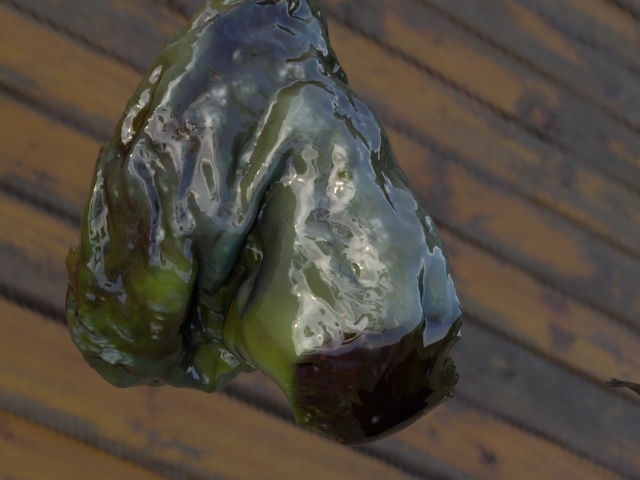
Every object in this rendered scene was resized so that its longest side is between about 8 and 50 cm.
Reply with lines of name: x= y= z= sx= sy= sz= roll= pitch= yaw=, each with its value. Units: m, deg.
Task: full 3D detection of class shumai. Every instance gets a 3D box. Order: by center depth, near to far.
shumai: x=0.000 y=0.000 z=1.226 sx=0.263 sy=0.309 sz=0.304 roll=31 pitch=63 yaw=17

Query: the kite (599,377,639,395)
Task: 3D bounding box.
kite: x=0.230 y=0.117 z=0.614 sx=0.321 sy=0.234 sz=0.016 roll=35 pitch=71 yaw=21
